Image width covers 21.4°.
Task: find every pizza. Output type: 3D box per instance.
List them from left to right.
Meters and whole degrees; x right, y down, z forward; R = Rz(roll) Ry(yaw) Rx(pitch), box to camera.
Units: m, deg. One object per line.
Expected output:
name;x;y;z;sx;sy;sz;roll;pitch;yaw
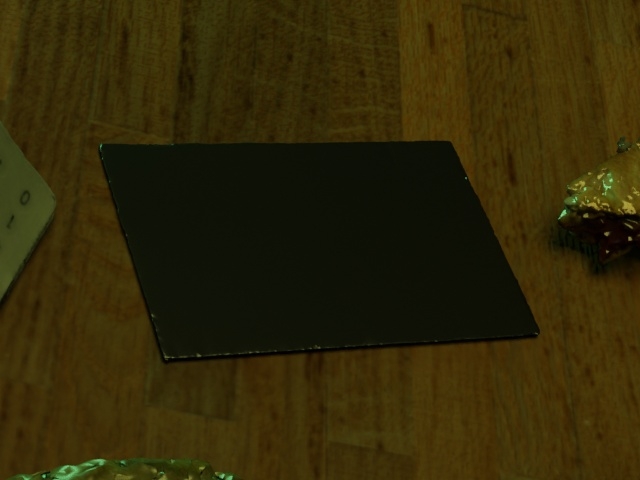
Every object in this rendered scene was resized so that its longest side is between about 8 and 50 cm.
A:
pizza;0.269;-0.023;1.351;0.194;0.069;0.154;-9;54;-21

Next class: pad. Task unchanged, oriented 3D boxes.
pad;0.000;0.000;1.255;0.300;0.005;0.202;-3;51;-25

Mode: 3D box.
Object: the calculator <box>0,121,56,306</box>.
calculator;-0.257;0.007;1.057;0.021;0.161;0.261;-11;38;28

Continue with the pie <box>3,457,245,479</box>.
pie;-0.105;0.313;0.810;0.395;0.180;0.418;-12;63;-35
